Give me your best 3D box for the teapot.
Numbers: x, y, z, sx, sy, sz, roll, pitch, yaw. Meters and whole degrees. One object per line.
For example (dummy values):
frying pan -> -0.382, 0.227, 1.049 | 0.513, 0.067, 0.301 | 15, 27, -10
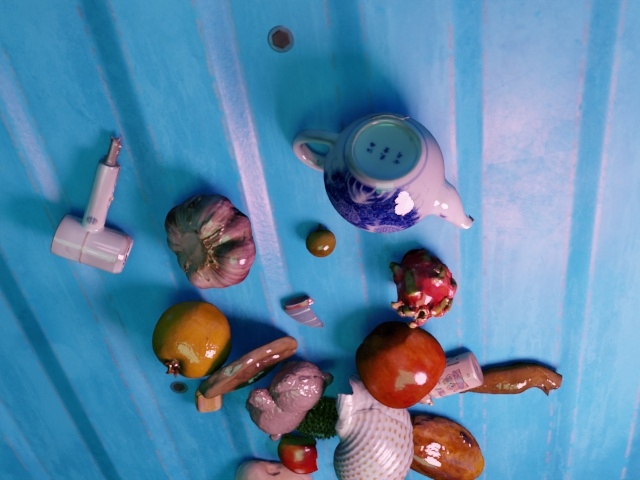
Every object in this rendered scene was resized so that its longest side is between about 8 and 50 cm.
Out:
teapot -> 0.131, -0.131, 1.343 | 0.424, 0.252, 0.280 | 23, 163, 11

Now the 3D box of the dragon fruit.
dragon fruit -> 0.242, 0.116, 1.527 | 0.167, 0.172, 0.160 | 15, 125, -5

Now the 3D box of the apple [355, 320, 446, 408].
apple -> 0.207, 0.314, 1.651 | 0.230, 0.230, 0.230 | 2, 125, 3

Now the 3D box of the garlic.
garlic -> -0.248, -0.001, 1.498 | 0.245, 0.160, 0.244 | 12, 112, 32

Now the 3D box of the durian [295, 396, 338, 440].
durian -> 0.009, 0.545, 1.894 | 0.221, 0.095, 0.137 | 9, 125, -6

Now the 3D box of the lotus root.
lotus root -> 0.361, 0.622, 1.883 | 0.291, 0.193, 0.193 | 28, 122, -11

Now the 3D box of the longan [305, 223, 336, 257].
longan -> 0.000, 0.000, 1.536 | 0.075, 0.075, 0.083 | -9, 83, 11

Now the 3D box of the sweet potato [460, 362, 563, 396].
sweet potato -> 0.525, 0.398, 1.755 | 0.286, 0.085, 0.112 | -12, 127, 13

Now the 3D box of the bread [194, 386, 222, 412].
bread -> -0.336, 0.465, 1.885 | 0.082, 0.056, 0.115 | -10, 138, -11

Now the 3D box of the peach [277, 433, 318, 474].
peach -> -0.070, 0.674, 1.985 | 0.151, 0.151, 0.118 | 8, 81, -1

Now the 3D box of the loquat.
loquat -> -0.338, 0.259, 1.653 | 0.208, 0.208, 0.208 | 2, 125, 3

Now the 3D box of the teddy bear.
teddy bear -> -0.095, 0.440, 1.780 | 0.236, 0.151, 0.267 | 3, 129, -37

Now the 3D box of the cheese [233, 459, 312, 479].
cheese -> -0.177, 0.828, 2.038 | 0.248, 0.251, 0.173 | 31, 122, 2

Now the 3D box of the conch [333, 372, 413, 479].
conch -> 0.152, 0.528, 1.733 | 0.215, 0.303, 0.319 | 5, 118, 10

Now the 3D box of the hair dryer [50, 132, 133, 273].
hair dryer -> -0.513, -0.091, 1.497 | 0.173, 0.107, 0.357 | 19, 118, -12

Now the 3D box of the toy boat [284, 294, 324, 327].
toy boat -> -0.039, 0.204, 1.695 | 0.096, 0.034, 0.122 | -17, 124, 22

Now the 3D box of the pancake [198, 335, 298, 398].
pancake -> -0.197, 0.347, 1.698 | 0.294, 0.294, 0.049 | -37, 72, 26

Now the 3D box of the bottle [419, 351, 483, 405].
bottle -> 0.340, 0.390, 1.753 | 0.209, 0.097, 0.110 | -24, 95, 21
